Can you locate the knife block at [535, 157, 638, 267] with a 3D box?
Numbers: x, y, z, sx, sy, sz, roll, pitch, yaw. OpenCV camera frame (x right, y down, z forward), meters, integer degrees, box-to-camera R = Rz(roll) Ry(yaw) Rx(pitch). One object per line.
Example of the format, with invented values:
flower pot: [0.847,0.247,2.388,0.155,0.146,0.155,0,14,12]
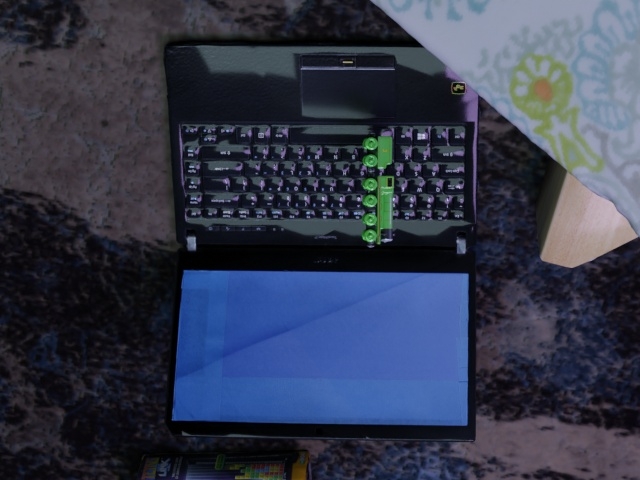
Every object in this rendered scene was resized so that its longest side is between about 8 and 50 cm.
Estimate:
knife block: [0.225,-0.141,1.369,0.276,0.088,0.242,-28,112,18]

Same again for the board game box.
board game box: [-0.074,0.258,1.625,0.141,0.048,0.170,-3,118,4]

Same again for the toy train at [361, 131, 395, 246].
toy train: [0.042,-0.037,1.413,0.024,0.017,0.083,0,93,-7]

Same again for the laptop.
laptop: [0.000,0.000,1.432,0.234,0.136,0.264,1,118,3]

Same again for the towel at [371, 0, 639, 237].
towel: [0.197,-0.222,1.241,0.374,0.090,0.320,43,114,17]
